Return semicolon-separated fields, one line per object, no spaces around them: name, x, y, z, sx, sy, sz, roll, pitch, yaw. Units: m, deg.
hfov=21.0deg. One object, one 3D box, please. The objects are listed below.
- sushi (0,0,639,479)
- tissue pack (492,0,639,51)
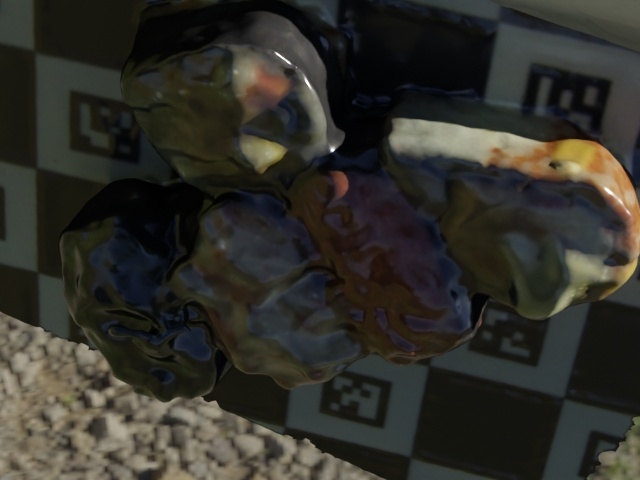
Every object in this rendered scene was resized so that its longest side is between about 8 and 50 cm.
sushi;0.000;0.000;0.701;0.339;0.320;0.069;25;42;-5
tissue pack;0.143;-0.149;0.260;0.194;0.356;0.266;-23;117;-19
